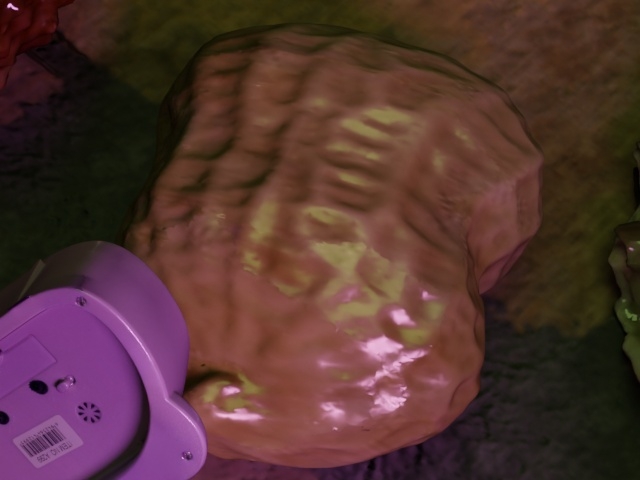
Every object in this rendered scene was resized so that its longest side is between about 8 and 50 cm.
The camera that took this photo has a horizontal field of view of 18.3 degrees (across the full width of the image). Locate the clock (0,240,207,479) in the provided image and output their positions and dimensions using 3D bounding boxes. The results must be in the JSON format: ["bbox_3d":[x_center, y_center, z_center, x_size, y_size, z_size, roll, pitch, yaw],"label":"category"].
[{"bbox_3d":[-0.118,0.072,0.884,0.110,0.153,0.050,49,31,-15],"label":"clock"}]

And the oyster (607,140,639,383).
[{"bbox_3d":[0.274,-0.021,0.984,0.238,0.115,0.351,20,73,8],"label":"oyster"}]

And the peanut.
[{"bbox_3d":[0.000,0.000,0.952,0.197,0.110,0.233,17,56,6],"label":"peanut"}]

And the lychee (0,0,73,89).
[{"bbox_3d":[-0.238,-0.152,0.952,0.268,0.267,0.267,3,57,-4],"label":"lychee"}]
